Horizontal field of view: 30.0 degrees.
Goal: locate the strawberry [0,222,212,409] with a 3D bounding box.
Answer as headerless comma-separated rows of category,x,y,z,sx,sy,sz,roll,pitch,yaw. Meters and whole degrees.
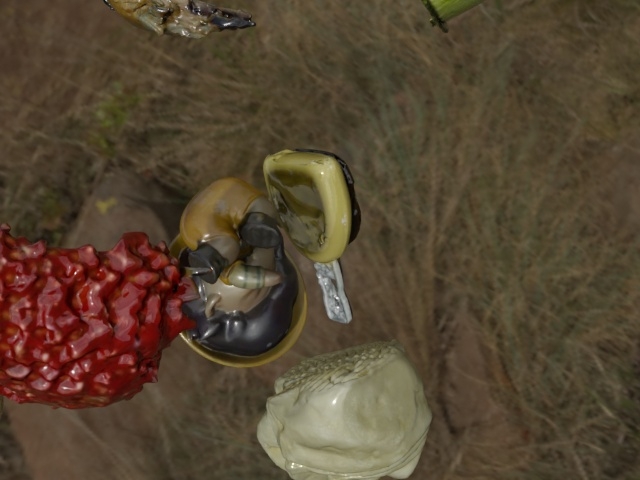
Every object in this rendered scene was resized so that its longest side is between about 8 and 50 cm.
strawberry,-0.178,0.066,0.731,0.167,0.208,0.087,-48,55,43

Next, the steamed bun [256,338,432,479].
steamed bun,0.042,0.283,1.856,0.289,0.276,0.203,-17,94,51

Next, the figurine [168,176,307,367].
figurine,-0.103,0.030,1.385,0.167,0.256,0.192,27,57,21

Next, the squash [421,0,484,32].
squash,0.112,-0.319,1.150,0.133,0.220,0.220,-26,58,4

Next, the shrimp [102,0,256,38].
shrimp,-0.204,-0.295,1.536,0.262,0.117,0.066,15,86,40

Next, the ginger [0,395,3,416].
ginger,-0.358,0.019,0.987,0.190,0.126,0.354,-25,87,20

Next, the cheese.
cheese,0.000,-0.001,1.037,0.086,0.162,0.036,8,34,39
